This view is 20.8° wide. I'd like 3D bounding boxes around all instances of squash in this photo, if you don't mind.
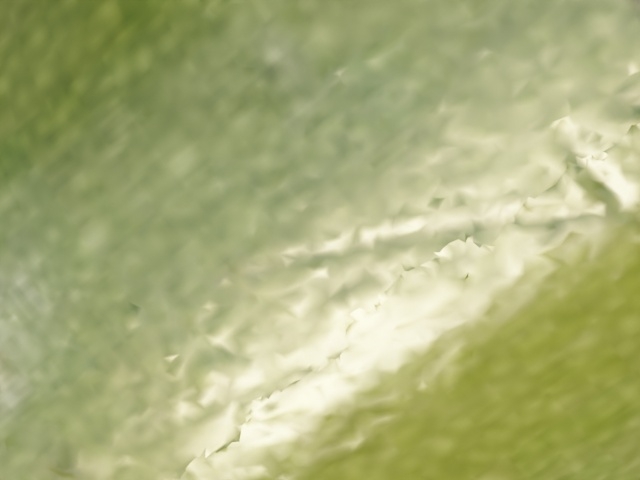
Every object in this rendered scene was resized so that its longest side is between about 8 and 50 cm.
[{"bbox_3d":[-0.023,-0.015,0.523,0.309,0.310,0.310,-35,51,17],"label":"squash"}]
